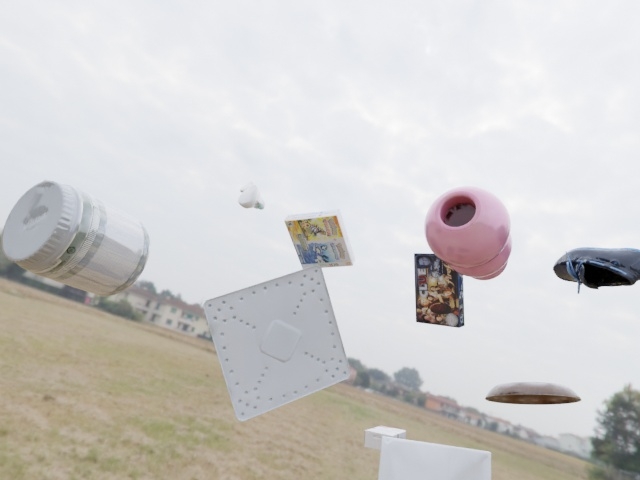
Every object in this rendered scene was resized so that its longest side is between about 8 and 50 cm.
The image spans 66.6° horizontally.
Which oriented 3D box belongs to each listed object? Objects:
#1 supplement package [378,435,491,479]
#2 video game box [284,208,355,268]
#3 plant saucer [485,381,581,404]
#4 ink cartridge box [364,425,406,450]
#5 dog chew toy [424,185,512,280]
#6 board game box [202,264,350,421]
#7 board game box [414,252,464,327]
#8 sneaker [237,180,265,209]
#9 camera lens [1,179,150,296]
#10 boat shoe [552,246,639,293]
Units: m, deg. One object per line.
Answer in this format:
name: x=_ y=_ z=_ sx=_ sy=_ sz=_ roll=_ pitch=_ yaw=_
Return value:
supplement package: x=0.206 y=0.524 z=0.914 sx=0.204 sy=0.261 sz=0.145 roll=4 pitch=-24 yaw=12
video game box: x=0.000 y=0.000 z=1.607 sx=0.187 sy=0.048 sz=0.205 roll=-7 pitch=-57 yaw=21
plant saucer: x=0.739 y=0.537 z=1.708 sx=0.311 sy=0.050 sz=0.310 roll=4 pitch=-23 yaw=2
ink cartridge box: x=0.219 y=0.672 z=1.651 sx=0.099 sy=0.056 sz=0.135 roll=-1 pitch=-12 yaw=32
dog chew toy: x=0.400 y=0.003 z=1.268 sx=0.207 sy=0.206 sz=0.332 roll=8 pitch=-22 yaw=35
board game box: x=-0.132 y=0.316 z=1.545 sx=0.390 sy=0.389 sz=0.050 roll=-17 pitch=4 yaw=-18
board game box: x=0.399 y=0.163 z=1.645 sx=0.165 sy=0.243 sz=0.042 roll=-1 pitch=3 yaw=43
sneaker: x=-0.223 y=-0.137 z=1.651 sx=0.094 sy=0.080 sz=0.212 roll=55 pitch=6 yaw=-20
camera lens: x=-0.575 y=0.003 z=1.182 sx=0.220 sy=0.219 sz=0.274 roll=10 pitch=-16 yaw=30
boat shoe: x=0.646 y=0.068 z=1.161 sx=0.109 sy=0.089 sz=0.258 roll=47 pitch=-17 yaw=-1
